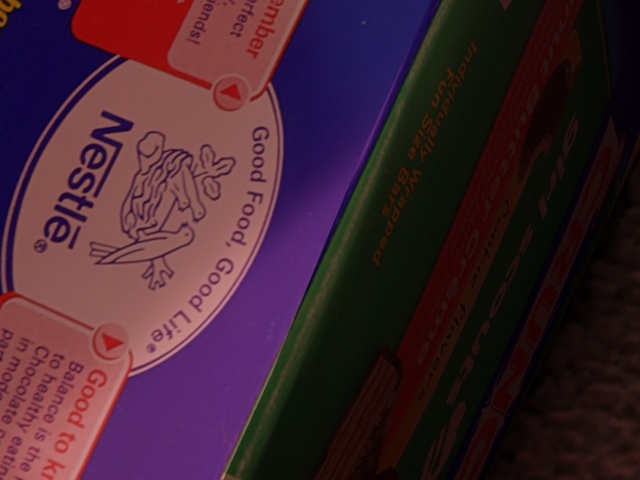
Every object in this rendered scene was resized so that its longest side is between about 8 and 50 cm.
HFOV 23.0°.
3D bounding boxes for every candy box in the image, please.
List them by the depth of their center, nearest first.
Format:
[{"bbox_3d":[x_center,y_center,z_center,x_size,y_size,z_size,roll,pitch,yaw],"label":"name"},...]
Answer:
[{"bbox_3d":[0.000,0.000,0.483,0.122,0.317,0.268,23,81,16],"label":"candy box"}]
